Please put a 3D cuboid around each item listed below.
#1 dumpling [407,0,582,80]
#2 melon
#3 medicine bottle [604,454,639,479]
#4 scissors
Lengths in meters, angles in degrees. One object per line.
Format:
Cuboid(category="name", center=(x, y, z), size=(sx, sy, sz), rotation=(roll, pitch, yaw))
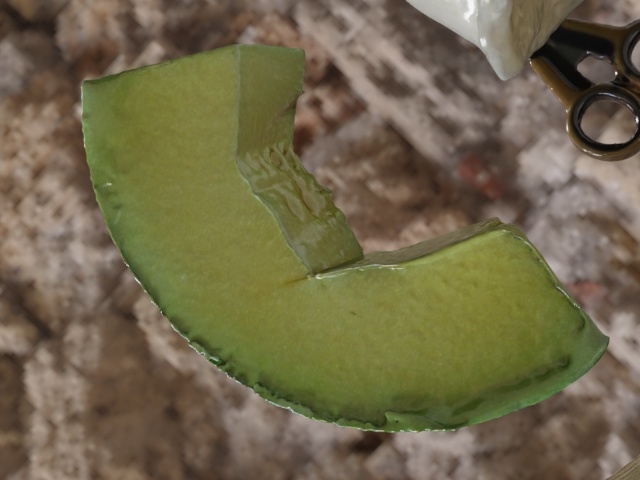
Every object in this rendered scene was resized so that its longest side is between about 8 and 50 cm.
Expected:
Cuboid(category="dumpling", center=(0.086, -0.204, 0.823), size=(0.252, 0.131, 0.179), rotation=(-85, -10, -53))
Cuboid(category="melon", center=(0.000, 0.000, 0.628), size=(0.209, 0.118, 0.064), rotation=(47, -172, 9))
Cuboid(category="medicine bottle", center=(0.243, 0.162, 0.705), size=(0.235, 0.406, 0.235), rotation=(50, -170, -12))
Cuboid(category="scissors", center=(0.104, -0.123, 0.912), size=(0.220, 0.088, 0.017), rotation=(35, 176, 28))
